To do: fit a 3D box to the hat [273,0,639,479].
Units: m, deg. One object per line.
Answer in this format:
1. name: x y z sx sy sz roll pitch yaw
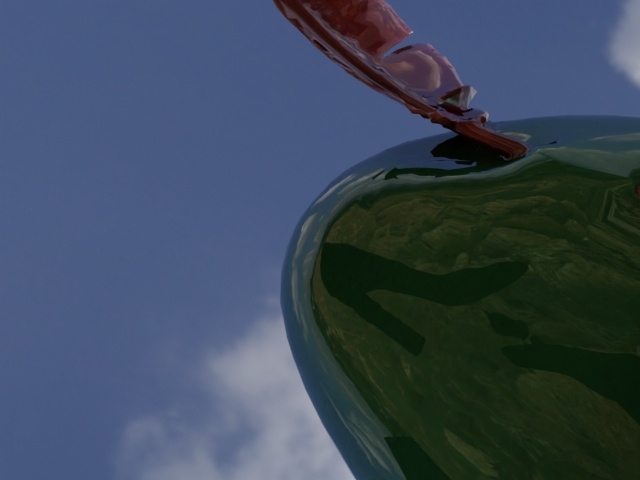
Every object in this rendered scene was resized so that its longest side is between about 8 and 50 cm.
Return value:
1. hat: 0.000 0.000 0.380 0.183 0.208 0.173 24 -81 2
